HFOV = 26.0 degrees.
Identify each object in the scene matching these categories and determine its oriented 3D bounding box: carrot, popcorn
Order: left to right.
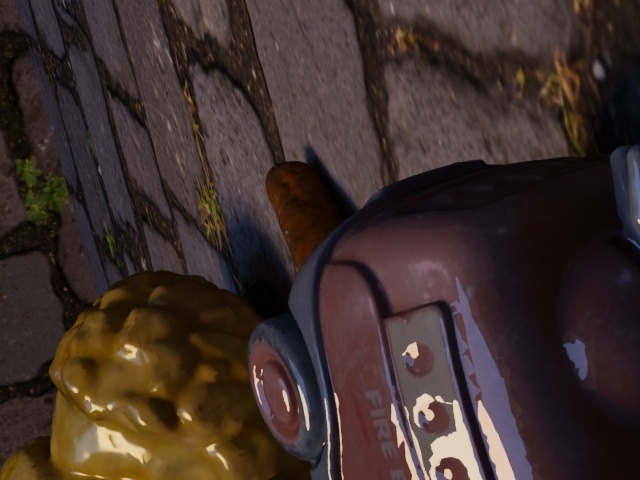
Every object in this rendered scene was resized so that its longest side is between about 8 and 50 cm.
[{"bbox_3d":[-0.174,0.206,1.423,0.349,0.382,0.349,49,162,22],"label":"popcorn"},{"bbox_3d":[0.000,0.000,1.113,0.186,0.060,0.060,-123,21,-43],"label":"carrot"}]

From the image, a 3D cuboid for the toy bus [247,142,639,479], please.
[{"bbox_3d":[0.115,0.097,0.614,0.232,0.197,0.294,-26,81,64],"label":"toy bus"}]
